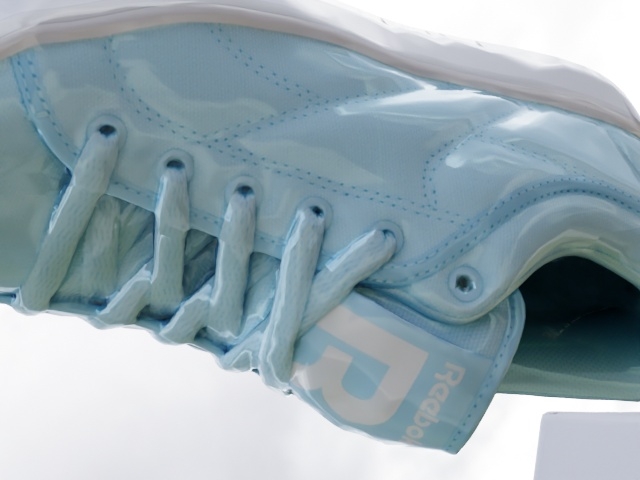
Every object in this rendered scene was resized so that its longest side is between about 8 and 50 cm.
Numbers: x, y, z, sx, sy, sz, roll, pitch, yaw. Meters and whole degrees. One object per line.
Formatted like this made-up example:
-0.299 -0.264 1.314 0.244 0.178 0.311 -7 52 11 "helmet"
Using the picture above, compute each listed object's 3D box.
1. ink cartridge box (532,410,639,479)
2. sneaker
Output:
0.277 0.308 0.986 0.395 0.166 0.285 39 -124 -52 "ink cartridge box"
0.000 0.000 0.504 0.366 0.150 0.135 0 -46 -27 "sneaker"
